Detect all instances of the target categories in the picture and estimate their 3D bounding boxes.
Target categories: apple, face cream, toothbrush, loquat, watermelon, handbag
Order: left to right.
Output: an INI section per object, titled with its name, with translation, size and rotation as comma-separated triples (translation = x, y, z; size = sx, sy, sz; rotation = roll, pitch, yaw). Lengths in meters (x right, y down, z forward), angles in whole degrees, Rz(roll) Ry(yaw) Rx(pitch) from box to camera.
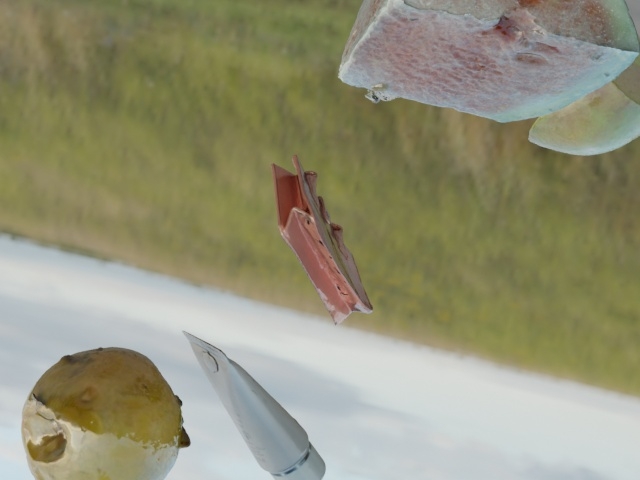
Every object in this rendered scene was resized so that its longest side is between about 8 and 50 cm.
[loquat]
translation = -0.291, 0.259, 2.169
size = 0.244, 0.244, 0.244
rotation = 13, 180, 0
[face cream]
translation = -0.102, 0.265, 2.417
size = 0.314, 0.089, 0.143
rotation = 54, 164, -29
[handbag]
translation = 0.000, 0.000, 2.181
size = 0.059, 0.157, 0.212
rotation = -22, 130, 9
[toothbrush]
translation = 0.078, -0.181, 1.830
size = 0.041, 0.041, 0.364
rotation = 13, -178, -4
[watermelon]
translation = 0.139, -0.210, 1.436
size = 0.261, 0.201, 0.213
rotation = 51, 147, 3
[apple]
translation = 0.397, -0.181, 2.200
size = 0.120, 0.193, 0.265
rotation = 51, -147, 10
